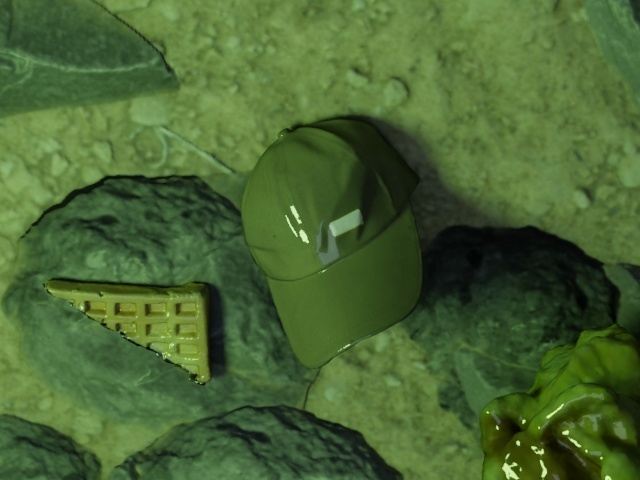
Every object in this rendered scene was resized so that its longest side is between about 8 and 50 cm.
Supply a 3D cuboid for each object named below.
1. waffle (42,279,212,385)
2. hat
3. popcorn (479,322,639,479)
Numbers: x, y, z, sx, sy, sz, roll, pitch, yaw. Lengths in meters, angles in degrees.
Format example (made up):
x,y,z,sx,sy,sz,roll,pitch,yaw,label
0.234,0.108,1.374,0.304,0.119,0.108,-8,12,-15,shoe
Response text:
x,y,z,sx,sy,sz,roll,pitch,yaw,label
-0.173,0.081,1.792,0.153,0.023,0.097,3,114,2,waffle
0.000,0.000,1.664,0.166,0.173,0.144,-30,116,15,hat
0.230,0.197,1.713,0.195,0.255,0.256,28,88,14,popcorn
